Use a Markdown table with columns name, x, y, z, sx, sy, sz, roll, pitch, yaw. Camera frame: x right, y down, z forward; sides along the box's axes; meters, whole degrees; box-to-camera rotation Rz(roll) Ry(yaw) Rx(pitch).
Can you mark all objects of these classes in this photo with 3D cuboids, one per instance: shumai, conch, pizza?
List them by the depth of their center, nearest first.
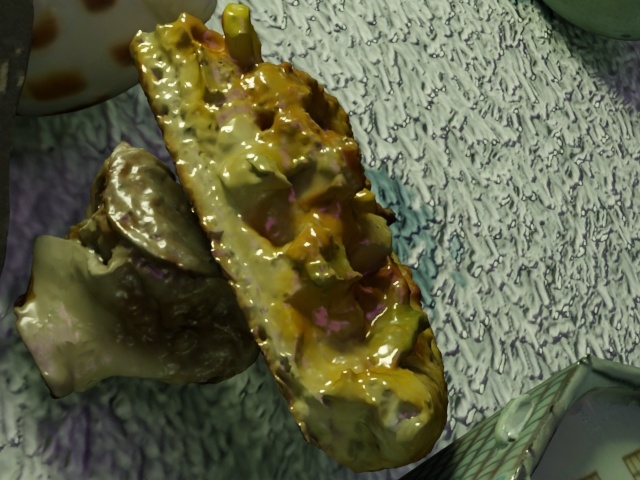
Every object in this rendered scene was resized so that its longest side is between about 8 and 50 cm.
| name | x | y | z | sx | sy | sz | roll | pitch | yaw |
| --- | --- | --- | --- | --- | --- | --- | --- | --- | --- |
| shumai | -0.109 | 0.033 | 0.610 | 0.116 | 0.145 | 0.145 | -28 | 75 | -25 |
| pizza | 0.013 | 0.019 | 0.637 | 0.257 | 0.087 | 0.268 | 65 | 6 | 20 |
| conch | -0.208 | -0.157 | 0.661 | 0.275 | 0.183 | 0.148 | 27 | 75 | -2 |

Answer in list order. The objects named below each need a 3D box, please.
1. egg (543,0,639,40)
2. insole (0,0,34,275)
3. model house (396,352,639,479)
| name | x | y | z | sx | sy | sz | roll | pitch | yaw |
| --- | --- | --- | --- | --- | --- | --- | --- | --- | --- |
| egg | 0.271 | -0.298 | 1.076 | 0.169 | 0.169 | 0.236 | -26 | 78 | -43 |
| insole | -0.193 | -0.076 | 0.581 | 0.081 | 0.247 | 0.011 | 0 | 16 | -28 |
| model house | 0.114 | 0.198 | 0.554 | 0.198 | 0.224 | 0.215 | -15 | 68 | -40 |
